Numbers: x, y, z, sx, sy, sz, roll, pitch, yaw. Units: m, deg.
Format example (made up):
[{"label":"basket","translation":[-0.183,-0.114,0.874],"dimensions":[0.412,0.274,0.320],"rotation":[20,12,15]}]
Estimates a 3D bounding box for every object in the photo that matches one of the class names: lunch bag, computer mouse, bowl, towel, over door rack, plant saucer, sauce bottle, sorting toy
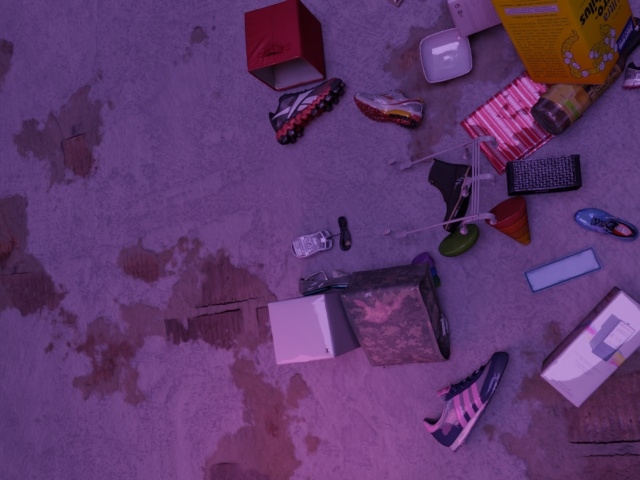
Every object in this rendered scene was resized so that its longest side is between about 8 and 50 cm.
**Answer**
[{"label":"lunch bag","translation":[0.222,0.225,1.766],"dimensions":[0.235,0.169,0.286],"rotation":[-10,112,25]},{"label":"computer mouse","translation":[0.000,0.000,1.938],"dimensions":[0.193,0.042,0.106],"rotation":[-17,87,16]},{"label":"bowl","translation":[0.363,-0.526,1.794],"dimensions":[0.142,0.053,0.142],"rotation":[-11,85,22]},{"label":"towel","translation":[0.552,-0.339,1.724],"dimensions":[0.275,0.031,0.198],"rotation":[-38,75,17]},{"label":"over door rack","translation":[0.335,-0.136,1.707],"dimensions":[0.324,0.108,0.239],"rotation":[-9,68,40]},{"label":"plant saucer","translation":[0.650,0.081,1.680],"dimensions":[0.192,0.018,0.067],"rotation":[-24,80,19]},{"label":"sauce bottle","translation":[0.697,-0.427,1.603],"dimensions":[0.344,0.111,0.111],"rotation":[-46,73,3]},{"label":"sorting toy","translation":[0.436,0.024,1.743],"dimensions":[0.366,0.127,0.126],"rotation":[-33,106,21]}]

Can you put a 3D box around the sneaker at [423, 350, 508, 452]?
[{"label":"sneaker","translation":[0.398,0.424,1.724],"dimensions":[0.131,0.112,0.319],"rotation":[31,99,17]}]

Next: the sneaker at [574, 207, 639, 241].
[{"label":"sneaker","translation":[0.741,-0.045,1.615],"dimensions":[0.162,0.073,0.063],"rotation":[20,97,22]}]

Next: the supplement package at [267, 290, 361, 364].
[{"label":"supplement package","translation":[0.000,0.241,1.794],"dimensions":[0.178,0.293,0.175],"rotation":[-11,85,21]}]

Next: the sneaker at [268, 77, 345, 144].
[{"label":"sneaker","translation":[-0.053,-0.425,1.938],"dimensions":[0.276,0.098,0.135],"rotation":[-38,78,19]}]

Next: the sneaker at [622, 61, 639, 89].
[{"label":"sneaker","translation":[0.858,-0.433,1.582],"dimensions":[0.171,0.063,0.074],"rotation":[-3,93,27]}]

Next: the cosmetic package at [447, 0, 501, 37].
[{"label":"cosmetic package","translation":[0.516,-0.717,1.654],"dimensions":[0.366,0.155,0.196],"rotation":[-14,61,21]}]

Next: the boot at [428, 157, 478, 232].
[{"label":"boot","translation":[0.355,-0.131,1.785],"dimensions":[0.137,0.077,0.197],"rotation":[20,83,26]}]

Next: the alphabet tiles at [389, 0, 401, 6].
[{"label":"alphabet tiles","translation":[0.248,-0.880,1.814],"dimensions":[0.285,0.011,0.342],"rotation":[42,123,19]}]

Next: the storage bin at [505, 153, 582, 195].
[{"label":"storage bin","translation":[0.585,-0.169,1.647],"dimensions":[0.180,0.122,0.084],"rotation":[-5,87,15]}]

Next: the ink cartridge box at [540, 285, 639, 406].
[{"label":"ink cartridge box","translation":[0.712,0.230,1.547],"dimensions":[0.119,0.207,0.353],"rotation":[43,103,16]}]

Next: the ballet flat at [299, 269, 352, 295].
[{"label":"ballet flat","translation":[0.030,0.122,1.906],"dimensions":[0.213,0.072,0.068],"rotation":[-11,78,22]}]

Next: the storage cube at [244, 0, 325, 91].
[{"label":"storage cube","translation":[-0.106,-0.594,1.908],"dimensions":[0.184,0.215,0.193],"rotation":[-9,79,23]}]

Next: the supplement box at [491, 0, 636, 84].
[{"label":"supplement box","translation":[0.564,-0.559,1.466],"dimensions":[0.195,0.356,0.194],"rotation":[19,72,49]}]

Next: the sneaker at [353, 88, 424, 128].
[{"label":"sneaker","translation":[0.203,-0.401,1.852],"dimensions":[0.225,0.088,0.092],"rotation":[20,76,21]}]
